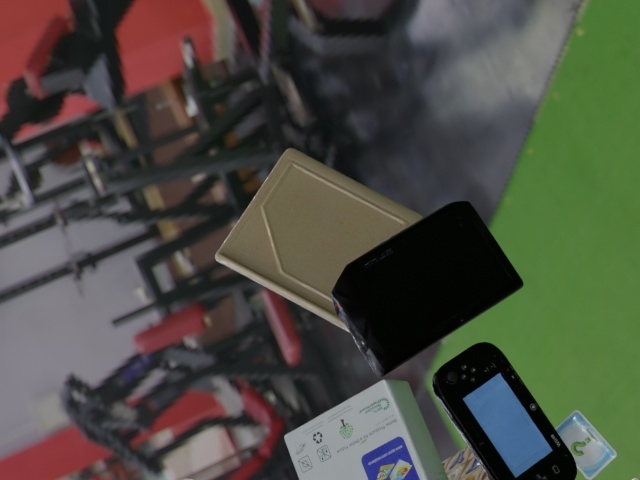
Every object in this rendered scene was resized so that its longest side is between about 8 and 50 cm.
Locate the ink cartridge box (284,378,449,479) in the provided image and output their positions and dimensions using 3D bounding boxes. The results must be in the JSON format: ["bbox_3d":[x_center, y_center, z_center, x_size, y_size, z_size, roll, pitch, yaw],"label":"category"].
[{"bbox_3d":[0.087,0.345,1.702,0.065,0.165,0.333,14,-130,-56],"label":"ink cartridge box"}]

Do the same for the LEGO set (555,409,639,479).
[{"bbox_3d":[0.320,0.352,1.757,0.244,0.182,0.060,50,-171,23],"label":"LEGO set"}]

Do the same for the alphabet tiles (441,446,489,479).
[{"bbox_3d":[0.181,0.422,2.257,0.011,0.285,0.342,47,-146,-7],"label":"alphabet tiles"}]

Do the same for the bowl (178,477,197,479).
[{"bbox_3d":[-0.154,0.359,1.721,0.142,0.142,0.053,29,132,27],"label":"bowl"}]

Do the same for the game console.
[{"bbox_3d":[0.184,0.145,1.719,0.361,0.213,0.044,57,161,7],"label":"game console"}]

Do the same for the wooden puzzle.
[{"bbox_3d":[0.000,0.000,2.014,0.221,0.239,0.044,28,144,7],"label":"wooden puzzle"}]
